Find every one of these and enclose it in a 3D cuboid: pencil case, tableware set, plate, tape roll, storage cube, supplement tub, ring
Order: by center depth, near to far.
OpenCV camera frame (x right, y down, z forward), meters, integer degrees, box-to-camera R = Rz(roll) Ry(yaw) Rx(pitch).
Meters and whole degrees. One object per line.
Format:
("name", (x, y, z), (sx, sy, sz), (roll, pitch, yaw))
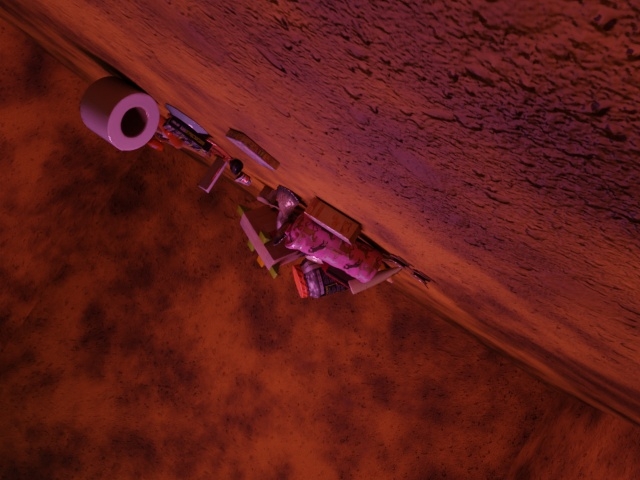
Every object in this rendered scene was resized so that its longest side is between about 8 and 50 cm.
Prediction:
("plate", (-0.519, -0.458, 1.794), (0.188, 0.024, 0.188), (33, 176, 3))
("tableware set", (0.339, 0.119, 1.796), (0.194, 0.039, 0.128), (34, 177, -13))
("pencil case", (0.053, 0.030, 1.827), (0.386, 0.167, 0.160), (25, -135, -21))
("tape roll", (-0.793, -0.504, 1.852), (0.169, 0.246, 0.246), (33, 177, 19))
("storage cube", (0.127, 0.096, 2.067), (0.184, 0.215, 0.193), (34, -177, -10))
("ring", (-0.544, -0.451, 2.088), (0.337, 0.032, 0.336), (33, 177, 2))
("supplement tub", (0.048, 0.155, 2.266), (0.207, 0.338, 0.207), (165, 90, -78))

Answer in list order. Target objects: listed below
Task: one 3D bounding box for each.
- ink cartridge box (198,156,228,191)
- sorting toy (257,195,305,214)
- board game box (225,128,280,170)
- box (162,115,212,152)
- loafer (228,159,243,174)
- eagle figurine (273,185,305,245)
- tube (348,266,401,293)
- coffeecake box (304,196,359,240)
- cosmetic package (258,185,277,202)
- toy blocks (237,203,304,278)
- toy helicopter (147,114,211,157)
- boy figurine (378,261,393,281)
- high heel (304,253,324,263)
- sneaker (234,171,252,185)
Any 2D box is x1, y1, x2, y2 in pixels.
("ink cartridge box", (-0.527, -0.327, 2.354), (0.066, 0.189, 0.232), (35, 176, -31))
("sorting toy", (-0.152, -0.161, 2.393), (0.307, 0.041, 0.229), (19, 175, 38))
("board game box", (-0.205, -0.274, 1.412), (0.154, 0.026, 0.103), (36, 176, -42))
("box", (-0.536, -0.421, 1.869), (0.184, 0.045, 0.191), (33, 175, -26))
("loafer", (-0.383, -0.329, 2.072), (0.061, 0.062, 0.170), (39, 175, -9))
("eagle figurine", (-0.129, -0.093, 2.016), (0.226, 0.225, 0.298), (50, -166, 22))
("tube", (0.237, 0.156, 1.943), (0.070, 0.240, 0.062), (-107, -6, -60))
("coffeecake box", (0.046, -0.066, 1.647), (0.185, 0.068, 0.142), (33, 178, 12))
("cosmetic package", (-0.253, -0.228, 2.298), (0.041, 0.060, 0.115), (37, 174, -34))
("toy blocks", (-0.202, -0.036, 2.256), (0.381, 0.261, 0.190), (56, 146, 18))
("toy helicopter", (-0.722, -0.516, 2.374), (0.355, 0.140, 0.235), (23, 168, -4))
("boy figurine", (0.299, 0.159, 2.366), (0.177, 0.092, 0.285), (36, 180, 6))
("high heel", (0.000, 0.000, 2.017), (0.093, 0.186, 0.261), (19, 170, 14))
("sneaker", (-0.404, -0.317, 2.459), (0.075, 0.057, 0.161), (40, 172, -17))
